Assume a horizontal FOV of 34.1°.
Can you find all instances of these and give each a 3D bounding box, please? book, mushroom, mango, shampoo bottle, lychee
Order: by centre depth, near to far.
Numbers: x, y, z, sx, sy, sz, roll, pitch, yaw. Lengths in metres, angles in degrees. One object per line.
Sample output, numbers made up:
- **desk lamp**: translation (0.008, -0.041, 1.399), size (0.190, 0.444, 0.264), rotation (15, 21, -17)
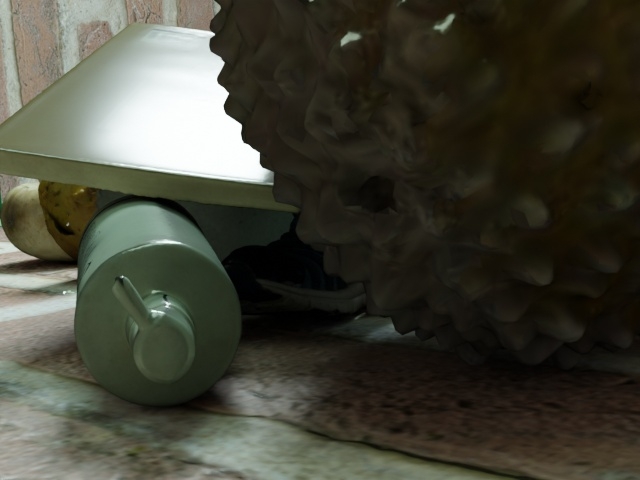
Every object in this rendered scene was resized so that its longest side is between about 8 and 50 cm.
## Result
- **lychee**: translation (0.126, -0.128, 0.562), size (0.380, 0.380, 0.432), rotation (-2, 30, 26)
- **shampoo bottle**: translation (-0.093, 0.029, 0.578), size (0.085, 0.085, 0.262), rotation (-6, 10, -11)
- **book**: translation (-0.090, -0.105, 0.783), size (0.217, 0.021, 0.310), rotation (9, 28, 7)
- **mango**: translation (-0.172, -0.046, 1.088), size (0.249, 0.151, 0.156), rotation (-6, 39, -38)
- **mushroom**: translation (-0.296, -0.039, 1.244), size (0.166, 0.127, 0.166), rotation (2, 5, 0)

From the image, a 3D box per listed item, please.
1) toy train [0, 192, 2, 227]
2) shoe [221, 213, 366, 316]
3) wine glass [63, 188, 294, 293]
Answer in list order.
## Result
- **toy train**: translation (-0.687, -0.064, 1.846), size (0.269, 0.115, 0.154), rotation (-1, 12, 37)
- **shoe**: translation (0.000, 0.000, 0.753), size (0.092, 0.106, 0.207), rotation (-2, 12, 38)
- **wine glass**: translation (-0.042, -0.050, 0.903), size (0.357, 0.190, 0.190), rotation (-2, 5, -10)
